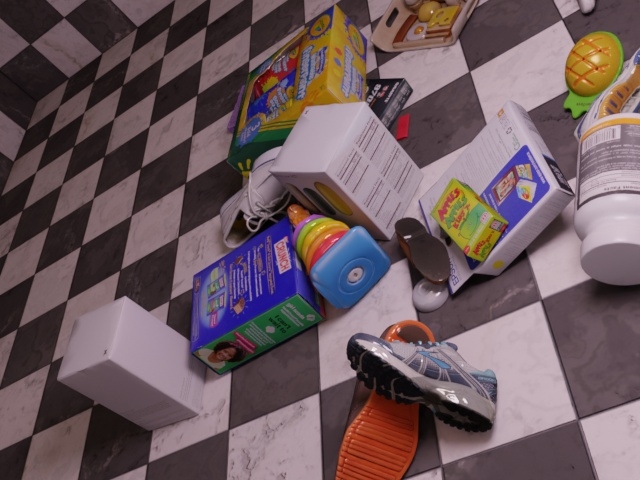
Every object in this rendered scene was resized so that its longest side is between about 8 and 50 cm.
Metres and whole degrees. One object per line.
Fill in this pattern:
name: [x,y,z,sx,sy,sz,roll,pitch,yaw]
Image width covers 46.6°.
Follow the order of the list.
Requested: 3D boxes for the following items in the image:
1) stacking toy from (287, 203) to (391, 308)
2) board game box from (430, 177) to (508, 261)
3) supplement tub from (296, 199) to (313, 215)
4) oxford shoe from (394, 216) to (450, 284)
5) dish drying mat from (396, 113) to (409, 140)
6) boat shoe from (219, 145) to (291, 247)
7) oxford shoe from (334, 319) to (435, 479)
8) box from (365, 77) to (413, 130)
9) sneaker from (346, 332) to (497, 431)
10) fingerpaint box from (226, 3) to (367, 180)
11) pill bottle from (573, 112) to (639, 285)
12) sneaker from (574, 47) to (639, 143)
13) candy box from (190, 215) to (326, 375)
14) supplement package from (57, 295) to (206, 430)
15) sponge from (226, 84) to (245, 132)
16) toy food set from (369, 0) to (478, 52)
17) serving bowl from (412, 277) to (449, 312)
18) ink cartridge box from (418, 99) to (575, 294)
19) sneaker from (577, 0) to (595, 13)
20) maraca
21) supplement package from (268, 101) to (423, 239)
stacking toy: [0.000,0.000,1.684,0.166,0.175,0.302,-44,46,-1]
board game box: [0.291,-0.044,1.476,0.092,0.043,0.181,-61,28,18]
supplement tub: [0.002,-0.134,1.894,0.106,0.106,0.198,-10,50,38]
oxford shoe: [0.220,0.034,1.560,0.076,0.076,0.212,-17,36,-6]
dish drying mat: [0.213,-0.292,1.917,0.032,0.008,0.083,-17,45,32]
boat shoe: [-0.159,-0.089,1.940,0.367,0.135,0.156,-40,42,40]
oxford shoe: [0.111,0.328,1.386,0.364,0.130,0.133,-66,10,-15]
box: [0.127,-0.339,2.005,0.175,0.051,0.220,13,66,50]
sneaker: [0.181,0.227,1.308,0.122,0.283,0.110,-62,-1,-38]
fingerpaint box: [-0.058,-0.405,2.094,0.371,0.163,0.445,-30,35,30]
pill bottle: [0.527,-0.073,1.292,0.162,0.162,0.278,-12,49,36]
sneaker: [0.606,-0.294,1.461,0.296,0.112,0.131,-40,1,-18]
candy box: [-0.156,0.131,1.788,0.317,0.122,0.268,-31,38,20]
supplement package: [-0.434,0.296,1.759,0.177,0.293,0.175,-23,43,27]
sponge: [-0.236,-0.456,2.476,0.117,0.031,0.210,-15,47,34]
toy food set: [0.303,-0.649,2.089,0.306,0.092,0.220,9,62,48]
serving bowl: [0.222,0.105,1.528,0.083,0.027,0.083,-26,41,25]
ink cartridge box: [0.347,-0.084,1.523,0.307,0.072,0.304,-53,30,33]
sneaker: [0.645,-0.624,1.762,0.094,0.080,0.212,-11,47,22]
maraca: [0.570,-0.347,1.561,0.127,0.099,0.186,9,89,50]
supplement package: [0.063,-0.158,1.726,0.199,0.262,0.198,6,61,47]
